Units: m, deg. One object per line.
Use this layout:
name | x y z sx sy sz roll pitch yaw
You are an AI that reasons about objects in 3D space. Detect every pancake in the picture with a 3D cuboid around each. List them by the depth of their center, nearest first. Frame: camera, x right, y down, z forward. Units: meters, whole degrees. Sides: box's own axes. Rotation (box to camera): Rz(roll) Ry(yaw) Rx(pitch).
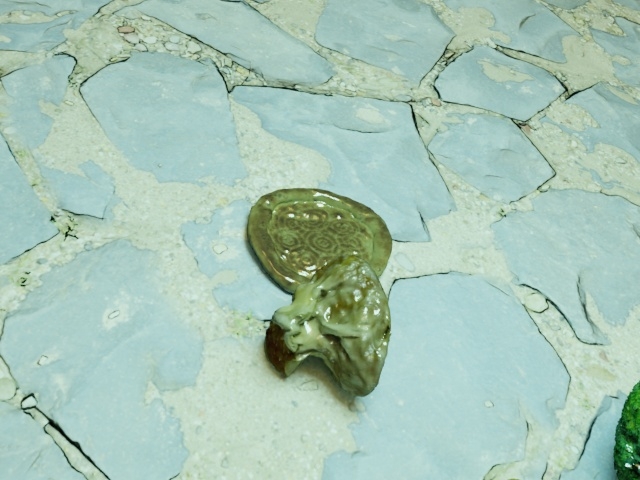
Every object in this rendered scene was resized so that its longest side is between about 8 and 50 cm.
pancake | 0.000 0.000 1.203 0.250 0.031 0.250 8 49 -9

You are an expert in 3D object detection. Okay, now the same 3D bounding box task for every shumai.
shumai | 0.004 0.119 1.019 0.153 0.161 0.210 1 67 -19

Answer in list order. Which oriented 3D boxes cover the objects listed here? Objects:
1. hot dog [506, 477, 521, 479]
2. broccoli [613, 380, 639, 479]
hot dog | 0.343 0.410 0.907 0.286 0.088 0.061 41 47 16
broccoli | 0.536 0.288 0.953 0.269 0.269 0.254 -11 66 -23
